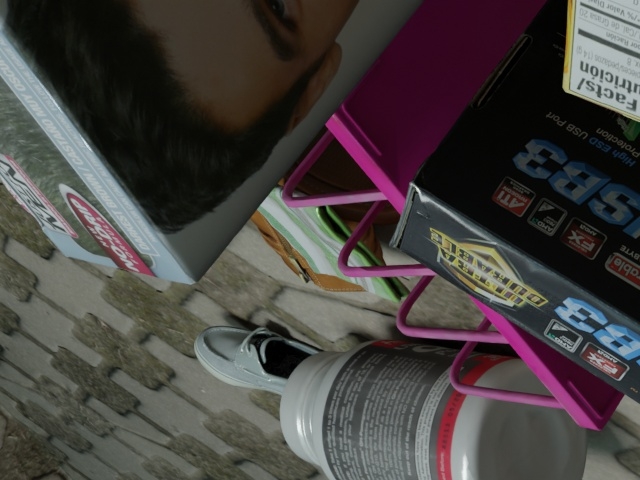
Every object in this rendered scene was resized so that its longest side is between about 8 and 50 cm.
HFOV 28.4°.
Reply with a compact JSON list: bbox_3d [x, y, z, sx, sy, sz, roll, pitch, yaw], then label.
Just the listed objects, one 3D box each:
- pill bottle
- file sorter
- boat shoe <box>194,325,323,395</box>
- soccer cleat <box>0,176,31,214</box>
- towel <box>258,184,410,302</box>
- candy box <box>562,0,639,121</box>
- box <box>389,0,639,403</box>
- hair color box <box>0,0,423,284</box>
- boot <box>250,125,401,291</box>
[{"bbox_3d":[0.103,0.196,1.320,0.318,0.176,0.176,3,138,51],"label":"pill bottle"},{"bbox_3d":[0.105,-0.047,0.881,0.291,0.202,0.182,48,156,-22],"label":"file sorter"},{"bbox_3d":[-0.059,0.145,1.580,0.227,0.079,0.081,20,143,22],"label":"boat shoe"},{"bbox_3d":[-0.226,-0.058,1.274,0.143,0.116,0.331,22,179,34],"label":"soccer cleat"},{"bbox_3d":[0.000,0.000,1.010,0.113,0.023,0.152,45,171,-23],"label":"towel"},{"bbox_3d":[0.164,-0.197,0.418,0.087,0.183,0.316,26,153,24],"label":"candy box"},{"bbox_3d":[0.234,-0.037,0.610,0.295,0.293,0.073,32,155,12],"label":"box"},{"bbox_3d":[-0.030,-0.180,0.617,0.113,0.374,0.185,10,144,45],"label":"hair color box"},{"bbox_3d":[0.015,-0.019,1.144,0.283,0.109,0.220,18,147,42],"label":"boot"}]
